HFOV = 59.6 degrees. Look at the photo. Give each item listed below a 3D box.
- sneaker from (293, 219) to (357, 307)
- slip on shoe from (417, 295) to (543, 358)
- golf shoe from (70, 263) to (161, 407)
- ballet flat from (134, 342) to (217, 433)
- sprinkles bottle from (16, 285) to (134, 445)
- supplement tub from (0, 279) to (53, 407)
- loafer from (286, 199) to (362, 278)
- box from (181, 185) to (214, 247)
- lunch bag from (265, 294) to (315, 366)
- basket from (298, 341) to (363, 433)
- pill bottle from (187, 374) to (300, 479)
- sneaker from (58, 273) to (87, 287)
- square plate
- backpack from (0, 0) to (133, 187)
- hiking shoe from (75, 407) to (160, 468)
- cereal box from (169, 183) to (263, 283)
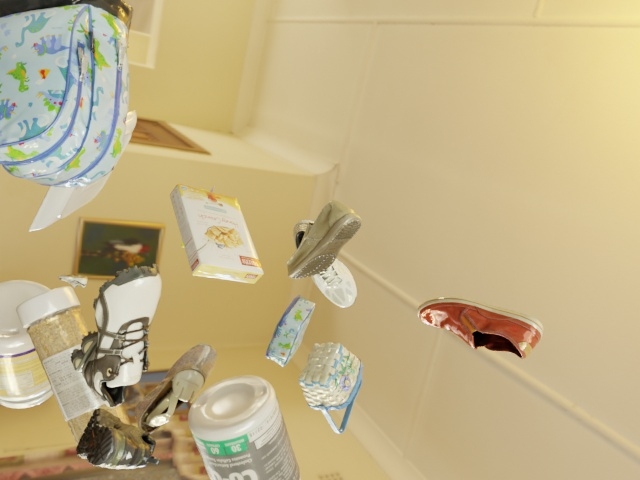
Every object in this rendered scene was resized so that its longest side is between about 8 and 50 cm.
[{"bbox_3d":[0.005,0.135,2.422,0.447,0.169,0.257,58,11,-10],"label":"sneaker"},{"bbox_3d":[0.389,0.221,1.427,0.331,0.123,0.101,10,-124,39],"label":"slip on shoe"},{"bbox_3d":[-0.219,0.112,0.644,0.094,0.077,0.198,52,-52,27],"label":"golf shoe"},{"bbox_3d":[-0.389,0.416,1.521,0.316,0.107,0.106,-48,-153,15],"label":"ballet flat"},{"bbox_3d":[-0.527,0.280,1.207,0.121,0.121,0.355,-30,-96,54],"label":"sprinkles bottle"},{"bbox_3d":[-0.853,0.300,1.585,0.331,0.241,0.241,108,-32,-41],"label":"supplement tub"},{"bbox_3d":[0.000,0.000,1.376,0.268,0.102,0.092,-46,-123,35],"label":"loafer"},{"bbox_3d":[-0.363,-0.073,1.656,0.109,0.042,0.178,-87,-165,-69],"label":"box"},{"bbox_3d":[-0.099,0.304,1.894,0.090,0.176,0.219,27,-57,9],"label":"lunch bag"},{"bbox_3d":[0.056,0.540,2.084,0.201,0.289,0.255,-4,-138,30],"label":"basket"},{"bbox_3d":[-0.161,0.517,1.308,0.204,0.204,0.361,23,-47,57],"label":"pill bottle"},{"bbox_3d":[-0.731,0.121,1.647,0.032,0.083,0.037,-78,175,-79],"label":"sneaker"},{"bbox_3d":[-0.662,-0.201,1.606,0.347,0.049,0.344,-53,-170,19],"label":"square plate"},{"bbox_3d":[-0.498,-0.275,1.040,0.273,0.290,0.355,-36,122,-81],"label":"backpack"},{"bbox_3d":[-0.359,0.364,0.995,0.227,0.114,0.086,-5,-121,61],"label":"hiking shoe"},{"bbox_3d":[-0.241,-0.015,1.294,0.047,0.173,0.240,-46,-127,29],"label":"cereal box"}]
